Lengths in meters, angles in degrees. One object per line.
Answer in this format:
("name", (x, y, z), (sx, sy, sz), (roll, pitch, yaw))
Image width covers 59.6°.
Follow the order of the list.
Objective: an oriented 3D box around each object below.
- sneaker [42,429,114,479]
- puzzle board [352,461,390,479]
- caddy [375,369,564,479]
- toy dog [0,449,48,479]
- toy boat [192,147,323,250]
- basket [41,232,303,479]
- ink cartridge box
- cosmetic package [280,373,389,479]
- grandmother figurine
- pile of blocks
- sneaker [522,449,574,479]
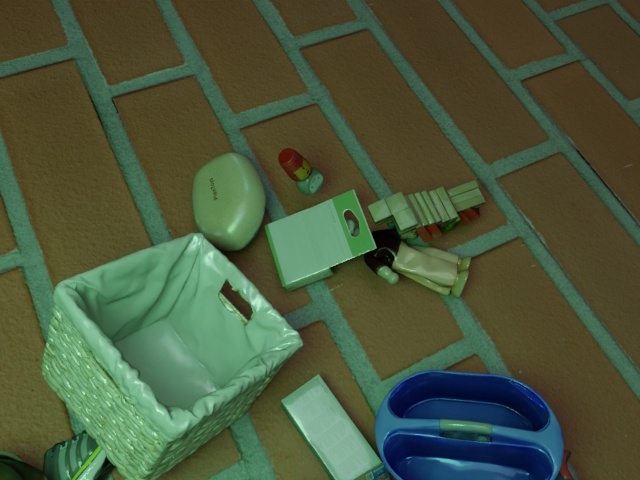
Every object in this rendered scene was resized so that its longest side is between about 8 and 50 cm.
("sneaker", (-0.453, 0.403, 1.070), (0.121, 0.111, 0.300), (23, 60, 10))
("puzzle board", (0.086, 0.493, 1.058), (0.128, 0.011, 0.096), (-16, 89, -34))
("caddy", (0.279, 0.380, 1.073), (0.341, 0.179, 0.241), (1, 56, 15))
("toy dog", (-0.637, 0.475, 0.865), (0.408, 0.284, 0.395), (-21, 23, -23))
("toy boat", (-0.154, -0.108, 1.329), (0.318, 0.148, 0.267), (-23, 58, 17))
("basket", (-0.280, 0.213, 1.032), (0.328, 0.266, 0.331), (43, 35, 16))
("ink cartridge box", (0.000, 0.000, 1.319), (0.235, 0.056, 0.171), (-21, 64, 5))
("cosmetic package", (0.025, 0.404, 1.145), (0.099, 0.060, 0.239), (-31, 70, -18))
("grandmother figurine", (0.179, 0.037, 1.341), (0.342, 0.104, 0.208), (20, 29, 8))
("pile of blocks", (0.259, -0.047, 1.348), (0.362, 0.149, 0.112), (-11, 70, -36))
("sneaker", (0.542, 0.570, 1.074), (0.148, 0.131, 0.350), (-29, 68, -15))
